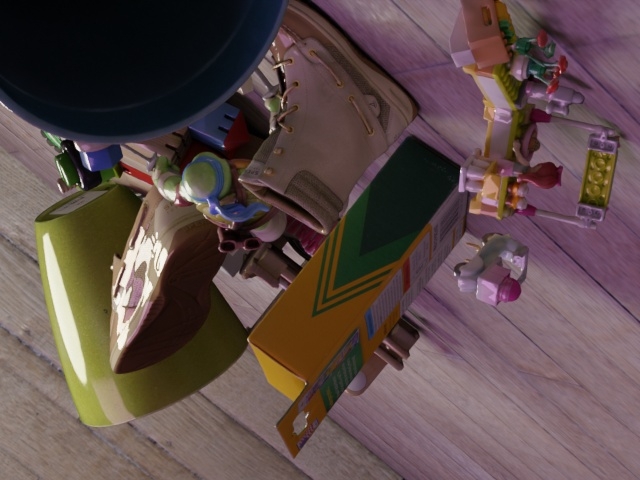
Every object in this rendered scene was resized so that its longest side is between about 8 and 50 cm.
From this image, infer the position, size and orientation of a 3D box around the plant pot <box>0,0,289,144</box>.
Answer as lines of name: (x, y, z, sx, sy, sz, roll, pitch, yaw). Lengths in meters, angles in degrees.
plant pot: (-0.198, -0.253, 1.182, 0.271, 0.272, 0.255, 47, 179, -40)

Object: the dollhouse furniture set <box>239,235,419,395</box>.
dollhouse furniture set: (-0.010, 0.144, 2.081, 0.303, 0.174, 0.355, 38, -174, -5)

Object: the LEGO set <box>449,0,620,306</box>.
LEGO set: (0.169, -0.082, 1.108, 0.107, 0.132, 0.287, 15, 137, 20)

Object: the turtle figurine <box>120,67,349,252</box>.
turtle figurine: (-0.092, -0.107, 1.652, 0.275, 0.198, 0.266, 43, -172, 28)

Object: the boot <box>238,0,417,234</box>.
boot: (-0.032, -0.125, 1.362, 0.213, 0.165, 0.077, 39, 168, -13)

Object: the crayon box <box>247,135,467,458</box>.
crayon box: (0.030, 0.065, 1.525, 0.083, 0.323, 0.203, 35, 168, 13)

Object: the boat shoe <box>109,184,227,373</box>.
boat shoe: (-0.208, 0.049, 1.857, 0.110, 0.122, 0.341, 57, 140, 24)

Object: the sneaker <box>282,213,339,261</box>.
sneaker: (0.000, 0.000, 2.020, 0.170, 0.063, 0.075, 28, 168, 49)

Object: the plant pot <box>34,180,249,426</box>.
plant pot: (-0.288, 0.072, 2.082, 0.275, 0.275, 0.293, 11, 129, 65)

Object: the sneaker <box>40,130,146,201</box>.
sneaker: (-0.323, -0.133, 2.274, 0.343, 0.134, 0.146, 36, 168, 8)

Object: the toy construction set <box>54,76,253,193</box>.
toy construction set: (-0.199, -0.230, 1.445, 0.308, 0.237, 0.257, 66, 164, -9)

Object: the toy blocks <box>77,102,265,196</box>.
toy blocks: (-0.169, -0.111, 1.884, 0.261, 0.190, 0.381, 25, 168, 7)

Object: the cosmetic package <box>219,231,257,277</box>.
cosmetic package: (-0.216, -0.040, 2.404, 0.238, 0.107, 0.127, 30, 166, 46)
